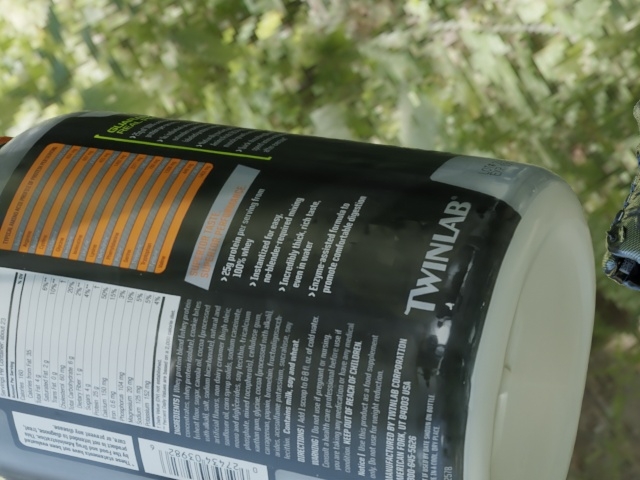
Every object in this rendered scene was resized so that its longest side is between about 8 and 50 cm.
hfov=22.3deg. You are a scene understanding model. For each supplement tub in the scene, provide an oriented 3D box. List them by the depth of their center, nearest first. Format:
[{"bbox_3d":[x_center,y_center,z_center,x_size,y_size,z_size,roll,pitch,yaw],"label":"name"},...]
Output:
[{"bbox_3d":[-0.044,0.041,0.771,0.316,0.193,0.194,9,138,24],"label":"supplement tub"}]

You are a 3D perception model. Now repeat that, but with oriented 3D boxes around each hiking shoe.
[{"bbox_3d":[0.248,-0.023,1.201,0.086,0.114,0.227,39,-151,-29],"label":"hiking shoe"}]
